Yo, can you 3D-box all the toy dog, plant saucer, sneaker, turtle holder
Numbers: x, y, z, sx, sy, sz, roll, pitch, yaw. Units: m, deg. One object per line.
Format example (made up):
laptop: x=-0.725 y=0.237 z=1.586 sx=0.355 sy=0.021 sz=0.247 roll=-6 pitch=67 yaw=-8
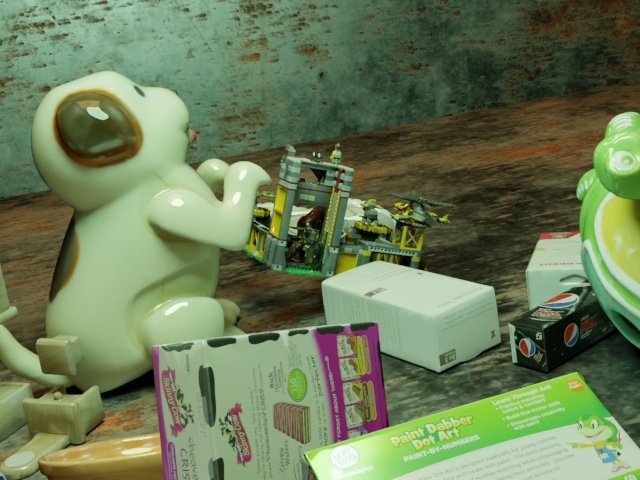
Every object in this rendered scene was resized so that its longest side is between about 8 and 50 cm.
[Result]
toy dog: x=-0.262 y=-0.025 z=1.279 sx=0.395 sy=0.408 sz=0.284 roll=-11 pitch=15 yaw=-11
plant saucer: x=-0.181 y=0.223 z=0.953 sx=0.200 sy=0.037 sz=0.200 roll=-8 pitch=-5 yaw=-1
sneaker: x=0.000 y=0.000 z=1.696 sx=0.281 sy=0.105 sz=0.115 roll=-3 pitch=46 yaw=13
turtle holder: x=0.414 y=-0.001 z=1.045 sx=0.243 sy=0.320 sz=0.227 roll=2 pitch=43 yaw=11

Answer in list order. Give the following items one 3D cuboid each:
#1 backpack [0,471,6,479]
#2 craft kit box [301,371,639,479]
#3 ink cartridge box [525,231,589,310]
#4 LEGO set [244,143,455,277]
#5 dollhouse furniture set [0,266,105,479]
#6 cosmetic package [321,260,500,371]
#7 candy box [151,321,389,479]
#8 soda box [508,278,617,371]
backpack: x=-0.363 y=0.269 z=0.832 sx=0.158 sy=0.117 sz=0.173 roll=4 pitch=20 yaw=39
craft kit box: x=0.143 y=0.224 z=0.679 sx=0.250 sy=0.061 sz=0.246 roll=-12 pitch=43 yaw=-16
ink cartridge box: x=0.365 y=0.045 z=1.328 sx=0.127 sy=0.072 sz=0.175 roll=-2 pitch=17 yaw=21
LEGO set: x=0.023 y=-0.055 z=1.456 sx=0.331 sy=0.192 sz=0.255 roll=9 pitch=8 yaw=-15
dollhouse furniture set: x=-0.450 y=0.083 z=1.098 sx=0.303 sy=0.355 sz=0.174 roll=0 pitch=18 yaw=24
cosmetic package: x=0.116 y=0.095 z=1.263 sx=0.117 sy=0.085 sz=0.231 roll=-20 pitch=18 yaw=-35
candy box: x=-0.036 y=0.160 z=0.851 sx=0.071 sy=0.159 sz=0.233 roll=-10 pitch=-7 yaw=40
soda box: x=0.309 y=0.103 z=1.175 sx=0.169 sy=0.060 sz=0.053 roll=-21 pitch=19 yaw=-37
